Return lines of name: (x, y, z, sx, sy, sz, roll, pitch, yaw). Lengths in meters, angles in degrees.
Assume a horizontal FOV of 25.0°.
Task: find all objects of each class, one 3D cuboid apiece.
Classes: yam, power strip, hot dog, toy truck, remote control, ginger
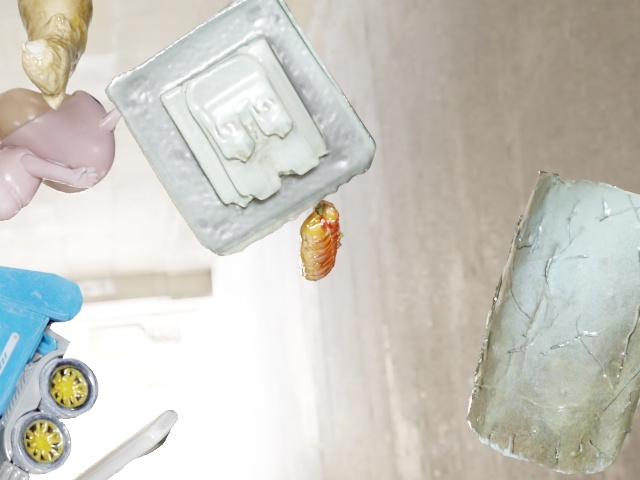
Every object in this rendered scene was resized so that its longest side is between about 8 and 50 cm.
yam: (0.313, 0.087, 1.694, 0.241, 0.241, 0.348, -122, 49, -70)
power strip: (-0.070, -0.108, 1.367, 0.213, 0.198, 0.064, 56, 174, -12)
hot dog: (0.002, 0.001, 1.558, 0.062, 0.038, 0.144, -61, -10, -24)
toy truck: (-0.332, 0.188, 1.302, 0.146, 0.175, 0.367, -31, 31, 46)
remote control: (-0.256, 0.271, 1.641, 0.029, 0.261, 0.067, 50, -152, -4)
ginger: (-0.288, -0.237, 1.554, 0.294, 0.086, 0.131, -106, 24, -61)

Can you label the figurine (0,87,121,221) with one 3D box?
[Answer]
figurine: (-0.404, -0.115, 1.944, 0.186, 0.287, 0.176, 57, 161, -13)
